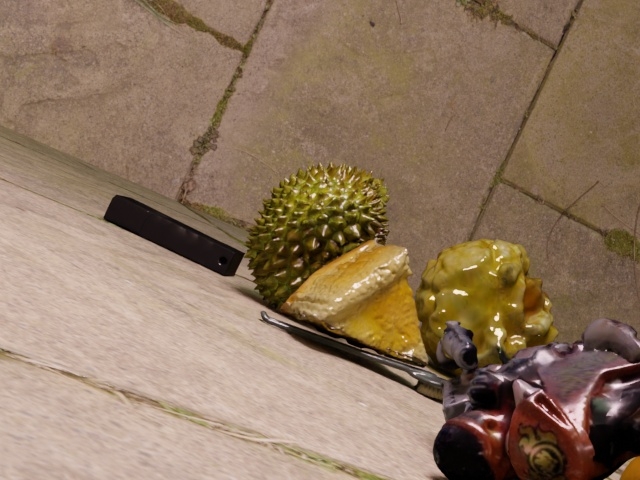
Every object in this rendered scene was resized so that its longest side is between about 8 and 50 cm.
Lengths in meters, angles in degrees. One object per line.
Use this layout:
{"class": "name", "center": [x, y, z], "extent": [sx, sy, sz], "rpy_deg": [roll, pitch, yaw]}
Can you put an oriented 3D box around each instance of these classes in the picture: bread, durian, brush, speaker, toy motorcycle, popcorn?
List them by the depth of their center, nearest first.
{"class": "toy motorcycle", "center": [0.176, 0.143, 0.927], "extent": [0.207, 0.134, 0.401], "rpy_deg": [-20, 7, -7]}
{"class": "brush", "center": [0.046, 0.145, 1.310], "extent": [0.266, 0.027, 0.062], "rpy_deg": [21, 1, -1]}
{"class": "bread", "center": [0.051, 0.108, 1.333], "extent": [0.140, 0.169, 0.160], "rpy_deg": [8, -55, 59]}
{"class": "durian", "center": [-0.002, 0.003, 1.487], "extent": [0.200, 0.236, 0.176], "rpy_deg": [25, 13, 7]}
{"class": "speaker", "center": [-0.233, -0.008, 1.676], "extent": [0.218, 0.044, 0.082], "rpy_deg": [25, 2, 9]}
{"class": "popcorn", "center": [0.266, 0.120, 1.693], "extent": [0.249, 0.249, 0.225], "rpy_deg": [25, 9, -1]}

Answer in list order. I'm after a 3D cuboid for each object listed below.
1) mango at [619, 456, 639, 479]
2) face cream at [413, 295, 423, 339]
{"class": "mango", "center": [0.345, 0.254, 0.917], "extent": [0.178, 0.090, 0.115], "rpy_deg": [29, 14, 20]}
{"class": "face cream", "center": [0.290, 0.207, 1.922], "extent": [0.314, 0.089, 0.143], "rpy_deg": [30, 22, -8]}
